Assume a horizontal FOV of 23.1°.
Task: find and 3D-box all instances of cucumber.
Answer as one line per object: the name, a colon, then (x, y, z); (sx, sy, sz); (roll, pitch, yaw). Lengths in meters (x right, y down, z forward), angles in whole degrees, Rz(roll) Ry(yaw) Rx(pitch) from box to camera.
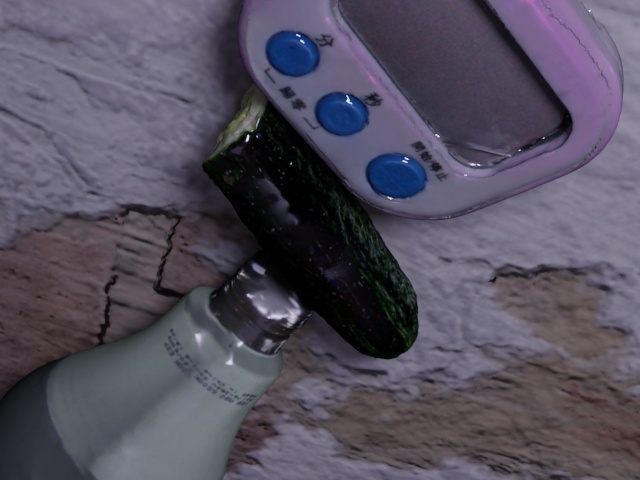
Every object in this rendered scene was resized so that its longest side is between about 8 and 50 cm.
cucumber: (0.000, -0.001, 1.041); (0.074, 0.074, 0.241); (-15, 129, 26)

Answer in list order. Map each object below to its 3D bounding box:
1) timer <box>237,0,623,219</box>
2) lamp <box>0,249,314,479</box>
timer: (0.065, -0.108, 0.921); (0.190, 0.069, 0.208); (-22, 124, 30)
lamp: (-0.115, 0.146, 1.141); (0.313, 0.182, 0.182); (-29, 122, 29)
